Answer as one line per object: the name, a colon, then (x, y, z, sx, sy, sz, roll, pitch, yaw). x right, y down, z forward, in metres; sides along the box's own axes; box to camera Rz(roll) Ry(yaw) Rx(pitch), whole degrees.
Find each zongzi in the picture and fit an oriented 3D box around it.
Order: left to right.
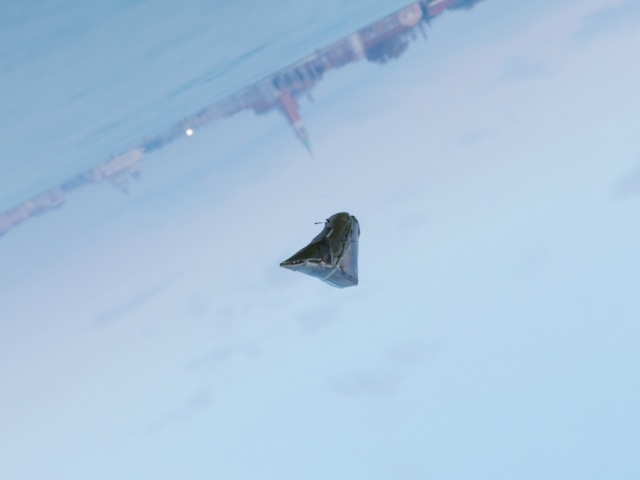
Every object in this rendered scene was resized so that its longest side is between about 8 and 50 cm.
zongzi: (0.000, 0.000, 1.211, 0.119, 0.109, 0.055, 20, 153, -33)
